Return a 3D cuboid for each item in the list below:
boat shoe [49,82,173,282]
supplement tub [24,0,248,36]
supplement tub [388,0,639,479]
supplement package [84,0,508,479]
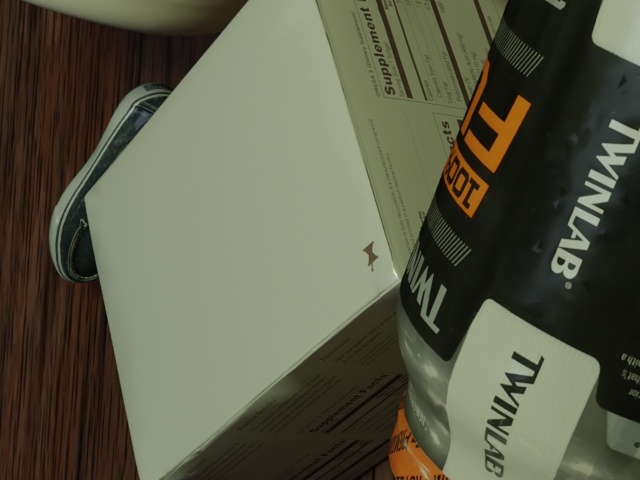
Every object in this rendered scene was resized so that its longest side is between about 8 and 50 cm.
[{"bbox_3d":[-0.145,-0.022,1.139,0.183,0.065,0.083,-60,41,29],"label":"boat shoe"},{"bbox_3d":[-0.114,-0.322,0.984,0.241,0.241,0.331,42,119,48],"label":"supplement tub"},{"bbox_3d":[0.149,-0.022,0.618,0.193,0.193,0.316,42,120,48],"label":"supplement tub"},{"bbox_3d":[0.000,0.000,0.866,0.262,0.145,0.204,-42,53,43],"label":"supplement package"}]
